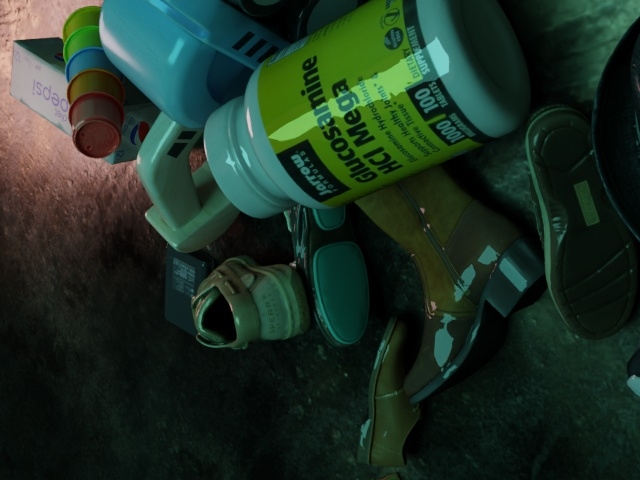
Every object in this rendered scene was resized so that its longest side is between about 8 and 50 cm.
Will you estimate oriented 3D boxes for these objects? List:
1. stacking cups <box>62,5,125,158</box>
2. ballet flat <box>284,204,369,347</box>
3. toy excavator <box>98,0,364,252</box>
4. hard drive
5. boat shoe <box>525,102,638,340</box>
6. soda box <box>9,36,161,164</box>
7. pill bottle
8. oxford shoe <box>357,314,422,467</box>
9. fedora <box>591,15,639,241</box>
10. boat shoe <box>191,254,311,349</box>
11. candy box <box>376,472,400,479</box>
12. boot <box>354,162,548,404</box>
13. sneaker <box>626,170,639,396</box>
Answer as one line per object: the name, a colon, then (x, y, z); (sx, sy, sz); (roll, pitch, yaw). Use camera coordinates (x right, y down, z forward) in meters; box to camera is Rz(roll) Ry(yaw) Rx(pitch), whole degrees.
stacking cups: (-0.308, -0.224, 1.468); (0.316, 0.096, 0.096); (-112, 32, -52)
ballet flat: (0.000, 0.000, 1.356); (0.096, 0.095, 0.280); (-12, 84, 56)
toy excavator: (-0.157, -0.202, 1.314); (0.222, 0.433, 0.445); (45, 102, 25)
hard drive: (-0.205, 0.077, 1.624); (0.094, 0.022, 0.135); (24, 119, 37)
boat shoe: (0.268, -0.024, 1.089); (0.095, 0.095, 0.257); (-13, 113, 4)
soda box: (-0.368, -0.223, 1.636); (0.286, 0.091, 0.098); (32, 123, 33)
pill bottle: (0.041, -0.145, 1.137); (0.334, 0.188, 0.188); (-23, 86, 32)
oxford shoe: (0.098, 0.195, 1.345); (0.076, 0.076, 0.212); (10, 112, 12)
fedora: (0.362, -0.103, 0.842); (0.334, 0.152, 0.334); (-7, 78, 32)
boat shoe: (-0.124, 0.088, 1.426); (0.341, 0.110, 0.122); (-15, 91, 68)
candy box: (0.096, 0.420, 1.419); (0.109, 0.053, 0.187); (-33, 81, 45)
boot: (0.107, 0.024, 1.246); (0.280, 0.096, 0.264); (48, 132, 24)
sneaker: (0.341, 0.016, 1.012); (0.153, 0.101, 0.269); (42, 123, 28)
